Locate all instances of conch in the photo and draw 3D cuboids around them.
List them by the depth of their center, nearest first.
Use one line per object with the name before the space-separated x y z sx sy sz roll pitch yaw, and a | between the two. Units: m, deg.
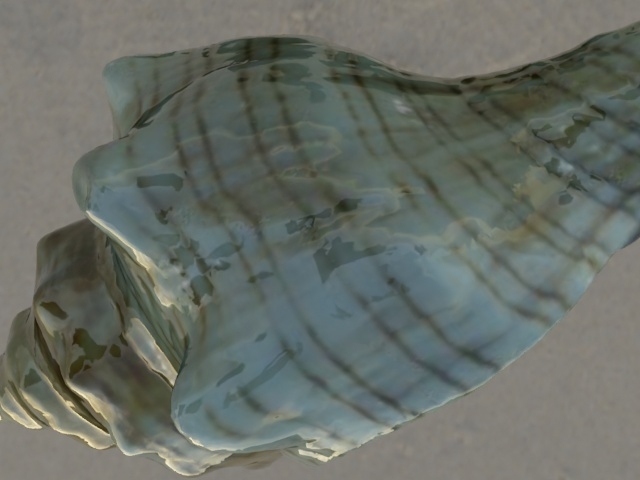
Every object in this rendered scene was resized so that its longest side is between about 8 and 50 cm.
conch | -0.012 -0.005 0.567 0.169 0.203 0.386 27 135 -25
